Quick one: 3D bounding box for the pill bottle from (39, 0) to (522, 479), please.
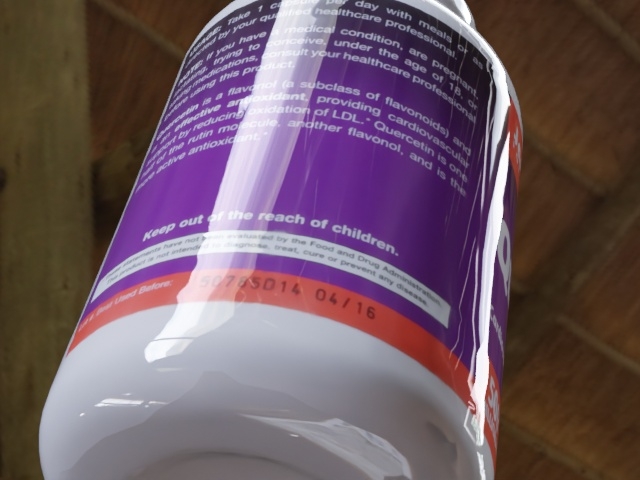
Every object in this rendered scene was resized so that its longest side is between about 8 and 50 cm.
[{"bbox_3d":[0.000,0.000,0.610,0.181,0.181,0.323,40,-140,-24],"label":"pill bottle"}]
